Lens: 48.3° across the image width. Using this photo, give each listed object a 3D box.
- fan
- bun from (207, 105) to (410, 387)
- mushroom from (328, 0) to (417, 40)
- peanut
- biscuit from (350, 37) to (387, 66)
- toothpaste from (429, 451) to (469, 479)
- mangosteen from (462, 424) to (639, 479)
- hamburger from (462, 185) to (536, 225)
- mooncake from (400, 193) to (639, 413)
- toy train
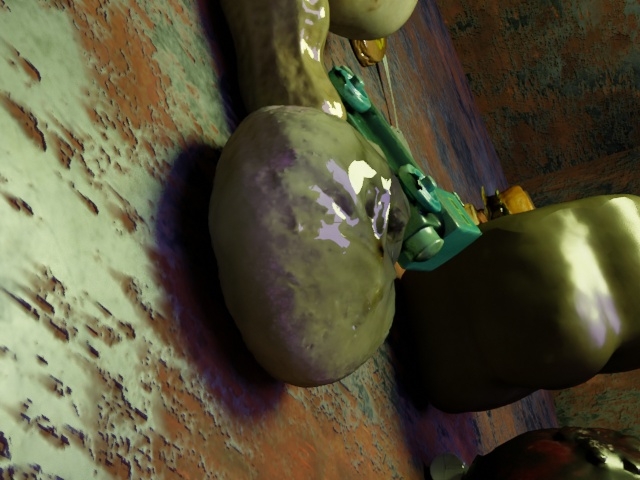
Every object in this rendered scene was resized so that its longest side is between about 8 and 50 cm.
[{"bbox_3d":[0.165,-0.206,1.499,0.233,0.012,0.414,26,53,-65],"label":"fan"},{"bbox_3d":[-0.002,-0.001,0.690,0.273,0.168,0.272,-9,90,-71],"label":"bun"},{"bbox_3d":[0.069,-0.430,1.165,0.206,0.206,0.209,69,21,-11],"label":"mushroom"},{"bbox_3d":[-0.037,-0.216,0.815,0.111,0.125,0.274,-4,77,-69],"label":"peanut"},{"bbox_3d":[0.074,-0.502,1.438,0.262,0.052,0.277,-75,143,-56],"label":"biscuit"},{"bbox_3d":[0.225,0.396,1.140,0.234,0.057,0.089,56,31,-52],"label":"toothpaste"},{"bbox_3d":[0.318,0.446,0.932,0.381,0.421,0.381,36,9,-6],"label":"mangosteen"},{"bbox_3d":[0.432,0.018,1.722,0.291,0.225,0.291,-20,90,-76],"label":"hamburger"},{"bbox_3d":[0.368,0.118,1.174,0.467,0.467,0.262,29,44,-63],"label":"mooncake"},{"bbox_3d":[0.073,-0.094,0.917,0.298,0.120,0.194,58,22,20],"label":"toy train"}]
